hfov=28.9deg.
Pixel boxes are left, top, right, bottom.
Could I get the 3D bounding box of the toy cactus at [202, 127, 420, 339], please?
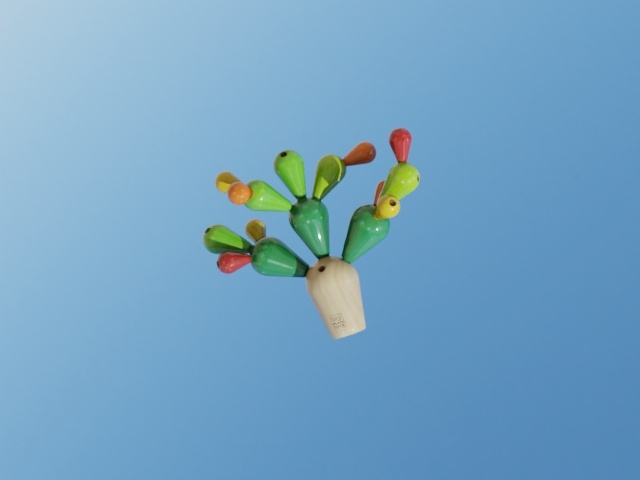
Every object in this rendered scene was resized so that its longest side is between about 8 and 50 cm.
[{"bbox_3d":[0.000,0.000,1.136,0.219,0.180,0.112,-19,180,7],"label":"toy cactus"}]
